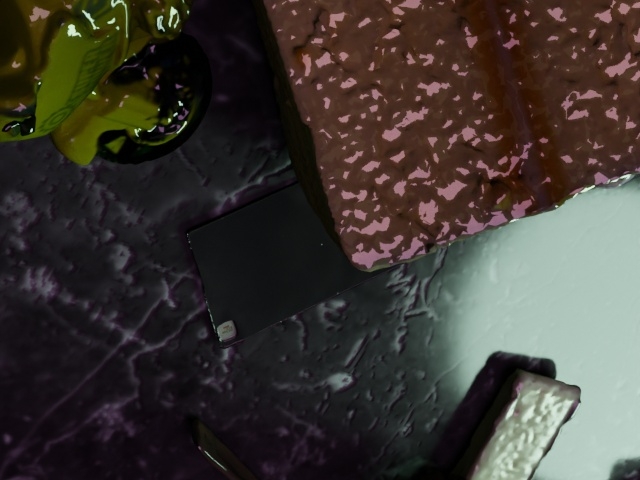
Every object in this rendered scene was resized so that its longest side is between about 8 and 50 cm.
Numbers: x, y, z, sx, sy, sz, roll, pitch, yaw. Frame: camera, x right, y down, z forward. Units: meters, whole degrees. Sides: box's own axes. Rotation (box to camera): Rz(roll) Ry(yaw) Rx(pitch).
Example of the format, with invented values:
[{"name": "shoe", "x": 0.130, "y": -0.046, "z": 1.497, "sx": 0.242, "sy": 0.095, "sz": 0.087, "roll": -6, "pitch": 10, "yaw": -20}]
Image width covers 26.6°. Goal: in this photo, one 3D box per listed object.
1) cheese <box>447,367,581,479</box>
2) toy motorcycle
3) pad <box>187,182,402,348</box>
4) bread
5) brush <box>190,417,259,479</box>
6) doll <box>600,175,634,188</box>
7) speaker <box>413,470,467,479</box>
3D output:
[{"name": "cheese", "x": 0.113, "y": 0.287, "z": 1.247, "sx": 0.085, "sy": 0.034, "sz": 0.400, "roll": 14, "pitch": 112, "yaw": -32}, {"name": "toy motorcycle", "x": -0.133, "y": -0.179, "z": 0.715, "sx": 0.206, "sy": 0.142, "sz": 0.342, "roll": -21, "pitch": 136, "yaw": -40}, {"name": "pad", "x": 0.000, "y": 0.000, "z": 0.999, "sx": 0.193, "sy": 0.004, "sz": 0.116, "roll": -25, "pitch": 130, "yaw": -15}, {"name": "bread", "x": 0.087, "y": -0.146, "z": 0.865, "sx": 0.263, "sy": 0.198, "sz": 0.236, "roll": -20, "pitch": 105, "yaw": -7}, {"name": "brush", "x": -0.061, "y": 0.204, "z": 1.087, "sx": 0.027, "sy": 0.034, "sz": 0.190, "roll": -27, "pitch": 134, "yaw": 9}, {"name": "doll", "x": 0.220, "y": -0.077, "z": 1.039, "sx": 0.127, "sy": 0.073, "sz": 0.084, "roll": -41, "pitch": 164, "yaw": -3}, {"name": "speaker", "x": 0.099, "y": 0.336, "z": 1.109, "sx": 0.192, "sy": 0.231, "sz": 0.153, "roll": -38, "pitch": 118, "yaw": 7}]
